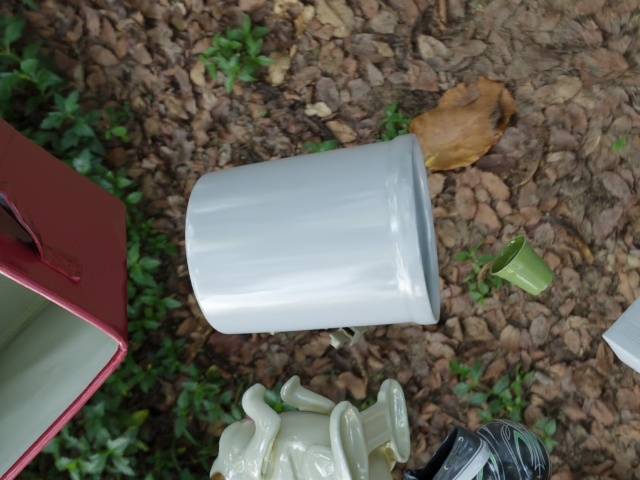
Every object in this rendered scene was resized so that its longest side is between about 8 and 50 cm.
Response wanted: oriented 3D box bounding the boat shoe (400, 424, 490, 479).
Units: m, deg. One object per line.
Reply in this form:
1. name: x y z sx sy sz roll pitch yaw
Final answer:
1. boat shoe: 0.162 0.381 1.075 0.076 0.080 0.228 44 95 -3

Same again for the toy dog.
1. toy dog: -0.039 0.466 1.408 0.408 0.284 0.395 -11 95 31

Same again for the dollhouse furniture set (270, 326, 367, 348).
1. dollhouse furniture set: -0.002 0.164 1.491 0.161 0.182 0.101 35 118 25

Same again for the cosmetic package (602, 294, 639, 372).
1. cosmetic package: 0.786 0.211 1.483 0.224 0.138 0.224 -46 38 0

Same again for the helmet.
1. helmet: 0.360 0.428 1.326 0.169 0.169 0.161 -1 79 24

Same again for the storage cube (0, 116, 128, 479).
1. storage cube: -0.235 0.026 0.386 0.184 0.193 0.215 39 99 -28

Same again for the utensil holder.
1. utensil holder: 0.000 0.000 1.228 0.386 0.327 0.327 -7 100 15

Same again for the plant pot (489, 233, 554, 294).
1. plant pot: 0.334 0.047 1.123 0.079 0.083 0.083 39 115 -5
